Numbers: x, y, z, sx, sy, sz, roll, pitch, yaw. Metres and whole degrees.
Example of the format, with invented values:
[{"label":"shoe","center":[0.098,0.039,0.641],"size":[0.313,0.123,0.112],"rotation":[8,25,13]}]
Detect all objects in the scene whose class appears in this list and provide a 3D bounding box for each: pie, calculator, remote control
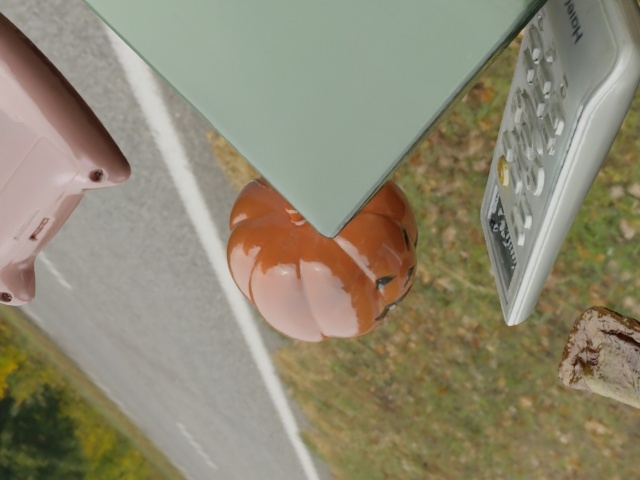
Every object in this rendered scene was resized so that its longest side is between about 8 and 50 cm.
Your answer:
[{"label":"pie","center":[0.251,0.098,0.838],"size":[0.191,0.033,0.088],"rotation":[21,130,62]},{"label":"calculator","center":[-0.327,-0.103,0.855],"size":[0.330,0.220,0.048],"rotation":[42,-157,0]},{"label":"remote control","center":[0.161,-0.059,0.715],"size":[0.055,0.109,0.313],"rotation":[-6,149,-5]}]

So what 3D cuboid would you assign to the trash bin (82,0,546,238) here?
[{"label":"trash bin","center":[-0.044,-0.196,0.555],"size":[0.343,0.158,0.223],"rotation":[40,143,-1]}]

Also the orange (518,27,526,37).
[{"label":"orange","center":[0.241,-0.348,1.195],"size":[0.183,0.248,0.249],"rotation":[8,159,4]}]

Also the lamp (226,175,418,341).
[{"label":"lamp","center":[0.000,0.000,1.007],"size":[0.188,0.187,0.164],"rotation":[26,166,28]}]
